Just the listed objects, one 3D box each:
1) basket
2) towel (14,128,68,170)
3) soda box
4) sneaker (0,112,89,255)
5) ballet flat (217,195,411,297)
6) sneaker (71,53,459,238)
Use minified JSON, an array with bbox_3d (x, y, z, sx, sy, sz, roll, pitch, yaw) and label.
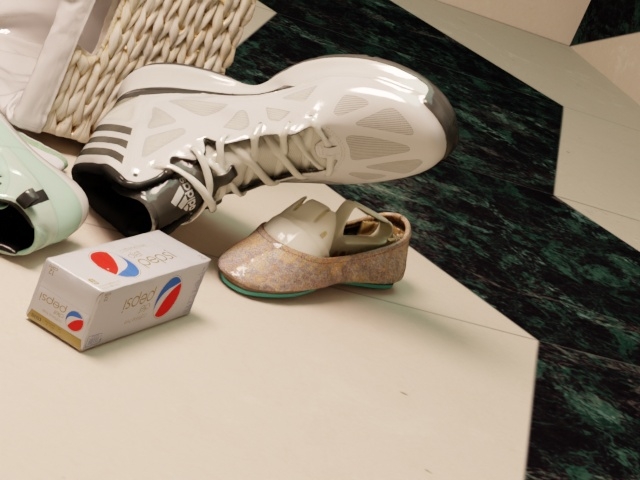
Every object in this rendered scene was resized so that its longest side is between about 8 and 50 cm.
[{"bbox_3d":[-0.276,-0.311,2.244,0.266,0.328,0.331,16,16,-33],"label":"basket"},{"bbox_3d":[-0.373,-0.102,2.038,0.113,0.023,0.152,26,19,11],"label":"towel"},{"bbox_3d":[-0.201,0.047,1.757,0.074,0.069,0.216,29,18,19],"label":"soda box"},{"bbox_3d":[-0.373,-0.080,1.830,0.256,0.094,0.151,34,19,2],"label":"sneaker"},{"bbox_3d":[0.000,0.000,2.070,0.107,0.106,0.316,34,21,30],"label":"ballet flat"},{"bbox_3d":[-0.079,-0.076,1.976,0.448,0.169,0.257,2,40,25],"label":"sneaker"}]
